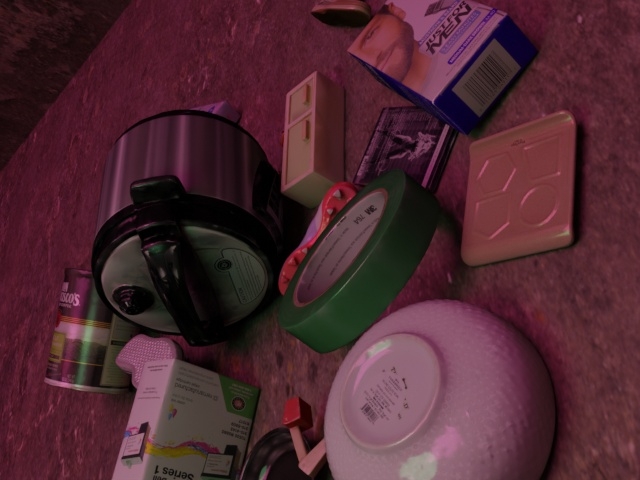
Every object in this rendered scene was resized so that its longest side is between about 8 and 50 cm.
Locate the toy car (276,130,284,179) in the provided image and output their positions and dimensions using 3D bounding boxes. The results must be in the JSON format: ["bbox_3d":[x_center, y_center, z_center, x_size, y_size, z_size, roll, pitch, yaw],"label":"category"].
[{"bbox_3d":[-0.073,-0.192,1.761,0.041,0.060,0.122,16,100,13],"label":"toy car"}]

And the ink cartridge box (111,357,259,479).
[{"bbox_3d":[-0.249,0.380,1.443,0.117,0.201,0.278,-15,56,48],"label":"ink cartridge box"}]

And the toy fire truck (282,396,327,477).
[{"bbox_3d":[0.012,0.330,1.230,0.135,0.047,0.192,-19,50,19],"label":"toy fire truck"}]

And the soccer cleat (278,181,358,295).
[{"bbox_3d":[0.000,0.000,1.497,0.248,0.083,0.095,-61,4,11],"label":"soccer cleat"}]

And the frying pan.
[{"bbox_3d":[-0.029,0.408,1.269,0.326,0.053,0.197,-7,63,49],"label":"frying pan"}]

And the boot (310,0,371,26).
[{"bbox_3d":[0.073,-0.568,1.768,0.165,0.077,0.213,-61,31,-1],"label":"boot"}]

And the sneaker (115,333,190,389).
[{"bbox_3d":[-0.332,0.282,1.672,0.126,0.127,0.321,-48,21,-15],"label":"sneaker"}]

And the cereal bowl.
[{"bbox_3d":[0.132,0.224,1.058,0.339,0.141,0.338,-25,46,30],"label":"cereal bowl"}]

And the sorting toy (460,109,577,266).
[{"bbox_3d":[0.298,-0.073,1.176,0.193,0.038,0.208,-17,59,47],"label":"sorting toy"}]

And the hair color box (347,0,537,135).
[{"bbox_3d":[0.202,-0.337,1.397,0.185,0.110,0.339,-50,34,6],"label":"hair color box"}]

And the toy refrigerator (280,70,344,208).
[{"bbox_3d":[-0.017,-0.212,1.630,0.102,0.094,0.269,-30,46,40],"label":"toy refrigerator"}]

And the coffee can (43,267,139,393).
[{"bbox_3d":[-0.537,0.217,1.897,0.202,0.202,0.275,0,79,53],"label":"coffee can"}]

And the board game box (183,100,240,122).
[{"bbox_3d":[-0.396,-0.221,2.094,0.318,0.066,0.318,3,55,54],"label":"board game box"}]

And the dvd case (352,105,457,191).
[{"bbox_3d":[0.158,-0.171,1.438,0.221,0.018,0.164,10,75,55],"label":"dvd case"}]

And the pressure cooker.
[{"bbox_3d":[-0.267,-0.004,1.580,0.375,0.370,0.420,-44,35,32],"label":"pressure cooker"}]

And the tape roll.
[{"bbox_3d":[0.058,0.031,1.282,0.321,0.077,0.321,-49,13,16],"label":"tape roll"}]
